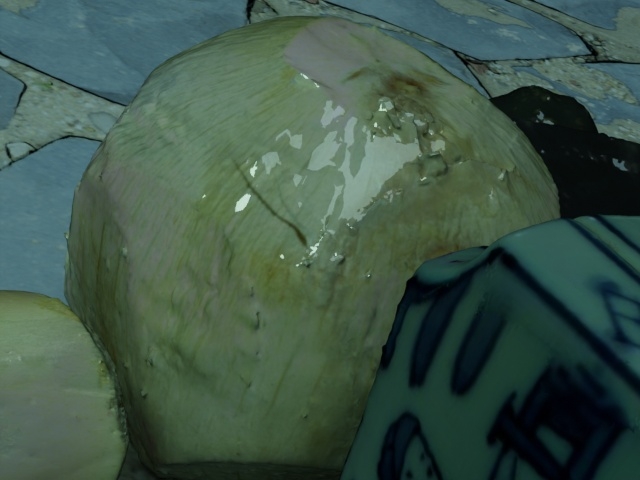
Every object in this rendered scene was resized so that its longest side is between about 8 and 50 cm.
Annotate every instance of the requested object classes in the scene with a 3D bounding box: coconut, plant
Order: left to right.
[{"bbox_3d":[-0.190,0.097,0.779,0.152,0.147,0.147,-1,33,-34],"label":"coconut"},{"bbox_3d":[0.000,0.000,0.930,0.297,0.254,0.297,6,30,-3],"label":"coconut"},{"bbox_3d":[0.182,-0.015,1.216,0.164,0.142,0.256,11,40,-14],"label":"plant"}]

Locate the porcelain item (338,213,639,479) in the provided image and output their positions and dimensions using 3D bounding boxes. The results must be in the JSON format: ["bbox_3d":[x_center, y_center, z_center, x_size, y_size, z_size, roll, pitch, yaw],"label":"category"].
[{"bbox_3d":[0.136,0.151,0.730,0.157,0.281,0.286,-3,36,-34],"label":"porcelain item"}]
